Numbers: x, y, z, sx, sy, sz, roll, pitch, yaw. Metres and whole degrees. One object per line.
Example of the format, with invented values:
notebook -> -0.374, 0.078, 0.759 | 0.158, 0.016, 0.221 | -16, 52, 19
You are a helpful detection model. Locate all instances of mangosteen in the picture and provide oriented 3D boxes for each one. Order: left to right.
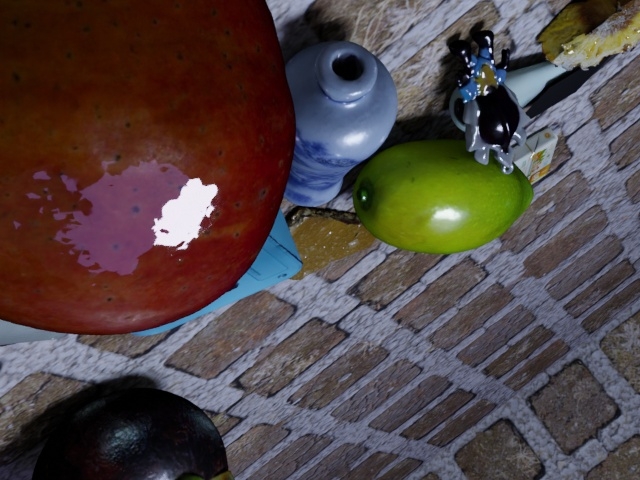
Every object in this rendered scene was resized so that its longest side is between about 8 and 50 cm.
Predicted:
mangosteen -> -0.258, 0.365, 1.804 | 0.300, 0.300, 0.300 | -30, 157, -14

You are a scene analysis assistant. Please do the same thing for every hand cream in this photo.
hand cream -> 0.301, -0.214, 1.766 | 0.320, 0.067, 0.109 | -21, 161, -40

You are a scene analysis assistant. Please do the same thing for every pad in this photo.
pad -> 0.352, -0.219, 1.823 | 0.190, 0.004, 0.127 | -31, 168, -37

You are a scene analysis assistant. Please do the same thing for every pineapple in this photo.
pineapple -> 0.407, -0.314, 1.697 | 0.233, 0.079, 0.135 | -41, 149, 27

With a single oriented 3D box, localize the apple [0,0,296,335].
apple -> -0.196, -0.103, 0.958 | 0.365, 0.329, 0.295 | 2, 147, -34

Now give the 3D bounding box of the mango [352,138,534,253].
mango -> 0.189, -0.063, 1.739 | 0.343, 0.192, 0.156 | -9, 105, -51

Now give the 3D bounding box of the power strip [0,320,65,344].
power strip -> -0.304, 0.070, 1.098 | 0.060, 0.027, 0.252 | -46, 156, 25

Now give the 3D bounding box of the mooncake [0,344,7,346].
mooncake -> -0.278, -0.036, 1.159 | 0.306, 0.154, 0.306 | -29, 156, -14

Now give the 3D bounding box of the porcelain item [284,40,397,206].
porcelain item -> 0.007, -0.130, 1.418 | 0.141, 0.141, 0.259 | -28, 164, -19

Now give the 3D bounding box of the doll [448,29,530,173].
doll -> 0.217, -0.169, 1.607 | 0.096, 0.070, 0.195 | -27, 117, -14

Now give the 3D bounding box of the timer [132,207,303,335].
timer -> -0.169, 0.024, 1.573 | 0.250, 0.091, 0.232 | -27, 159, 8

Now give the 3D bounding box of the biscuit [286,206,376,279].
biscuit -> -0.005, 0.007, 1.800 | 0.131, 0.026, 0.237 | -43, 157, 21

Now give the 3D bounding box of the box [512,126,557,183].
box -> 0.272, -0.090, 1.994 | 0.220, 0.032, 0.122 | -30, 157, -14
